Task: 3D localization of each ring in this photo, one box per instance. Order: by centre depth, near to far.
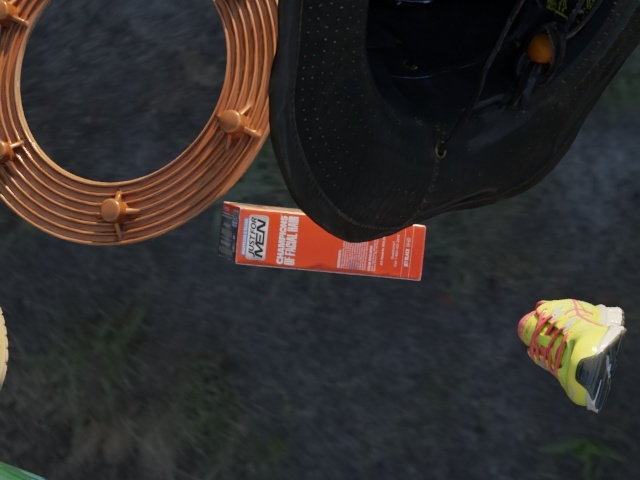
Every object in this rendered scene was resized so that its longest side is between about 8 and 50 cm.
[{"bbox_3d":[-0.190,-0.162,1.810,0.337,0.032,0.336,-4,79,20],"label":"ring"}]

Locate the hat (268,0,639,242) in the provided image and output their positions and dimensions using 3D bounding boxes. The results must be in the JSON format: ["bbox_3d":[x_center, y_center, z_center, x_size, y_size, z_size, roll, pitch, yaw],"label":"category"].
[{"bbox_3d":[0.060,-0.158,0.959,0.134,0.331,0.331,39,81,29],"label":"hat"}]

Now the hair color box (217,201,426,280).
[{"bbox_3d":[0.000,0.000,1.722,0.167,0.093,0.053,4,93,-13],"label":"hair color box"}]

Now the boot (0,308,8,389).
[{"bbox_3d":[-0.344,0.037,1.322,0.207,0.248,0.090,10,110,-40],"label":"boot"}]

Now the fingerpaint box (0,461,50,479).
[{"bbox_3d":[-0.006,0.280,1.060,0.371,0.445,0.163,21,80,20],"label":"fingerpaint box"}]

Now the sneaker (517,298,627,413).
[{"bbox_3d":[0.222,0.098,1.758,0.094,0.208,0.081,17,98,4],"label":"sneaker"}]
